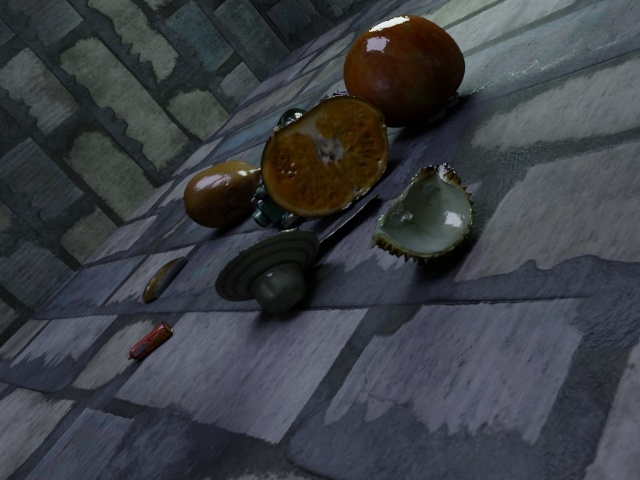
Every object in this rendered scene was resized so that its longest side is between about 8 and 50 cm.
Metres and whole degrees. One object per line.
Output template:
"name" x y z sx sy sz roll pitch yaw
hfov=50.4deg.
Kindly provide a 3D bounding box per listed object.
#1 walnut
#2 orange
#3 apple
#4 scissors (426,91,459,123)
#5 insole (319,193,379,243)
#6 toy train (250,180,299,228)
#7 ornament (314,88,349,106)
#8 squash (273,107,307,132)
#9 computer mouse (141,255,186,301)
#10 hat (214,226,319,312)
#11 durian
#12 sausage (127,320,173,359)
"walnut" -0.313 -0.156 2.241 0.298 0.203 0.203 -30 23 17
"orange" 0.005 -0.201 1.692 0.274 0.274 0.310 -12 30 52
"apple" 0.203 -0.448 1.774 0.301 0.301 0.301 -34 21 16
"scissors" 0.295 -0.359 1.840 0.110 0.021 0.212 -46 21 -6
"insole" 0.000 0.000 1.599 0.348 0.009 0.119 -39 4 1
"toy train" -0.073 -0.157 1.921 0.304 0.150 0.221 -43 10 -2
"ornament" 0.069 -0.483 2.393 0.081 0.088 0.203 -51 25 -23
"squash" -0.082 -0.344 2.261 0.193 0.156 0.193 16 -90 -83
"computer mouse" -0.523 0.121 2.251 0.102 0.045 0.199 -18 29 50
"hat" -0.088 0.094 1.447 0.252 0.252 0.110 -36 63 11
"durian" 0.192 -0.039 1.212 0.252 0.139 0.144 -48 26 -20
"sausage" -0.466 0.276 1.835 0.145 0.050 0.048 -38 62 5
